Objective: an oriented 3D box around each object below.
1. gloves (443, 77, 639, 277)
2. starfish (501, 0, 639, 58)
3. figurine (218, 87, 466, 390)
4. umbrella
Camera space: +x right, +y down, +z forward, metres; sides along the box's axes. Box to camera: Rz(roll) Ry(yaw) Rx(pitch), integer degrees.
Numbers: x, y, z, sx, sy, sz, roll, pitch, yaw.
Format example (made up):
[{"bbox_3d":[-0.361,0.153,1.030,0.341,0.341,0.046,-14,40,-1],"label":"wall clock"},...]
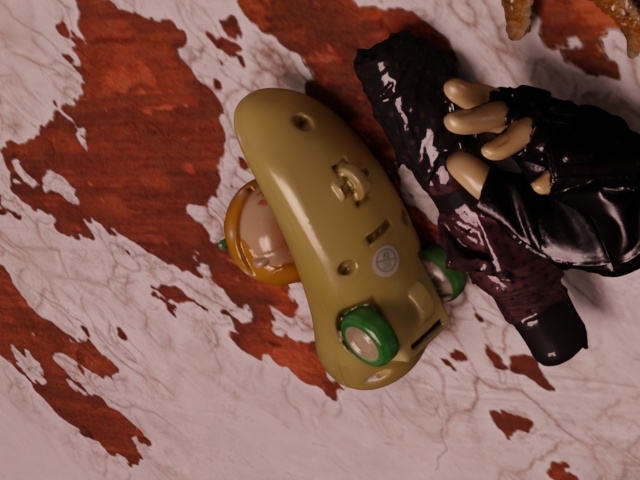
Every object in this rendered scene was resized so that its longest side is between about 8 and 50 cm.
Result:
[{"bbox_3d":[0.179,-0.060,1.420,0.203,0.124,0.164,49,138,-11],"label":"gloves"},{"bbox_3d":[0.123,-0.248,1.320,0.299,0.060,0.302,3,131,47],"label":"starfish"},{"bbox_3d":[0.000,0.000,1.733,0.222,0.124,0.324,6,130,53],"label":"figurine"},{"bbox_3d":[0.132,-0.032,1.553,0.090,0.094,0.326,-28,109,13],"label":"umbrella"}]
